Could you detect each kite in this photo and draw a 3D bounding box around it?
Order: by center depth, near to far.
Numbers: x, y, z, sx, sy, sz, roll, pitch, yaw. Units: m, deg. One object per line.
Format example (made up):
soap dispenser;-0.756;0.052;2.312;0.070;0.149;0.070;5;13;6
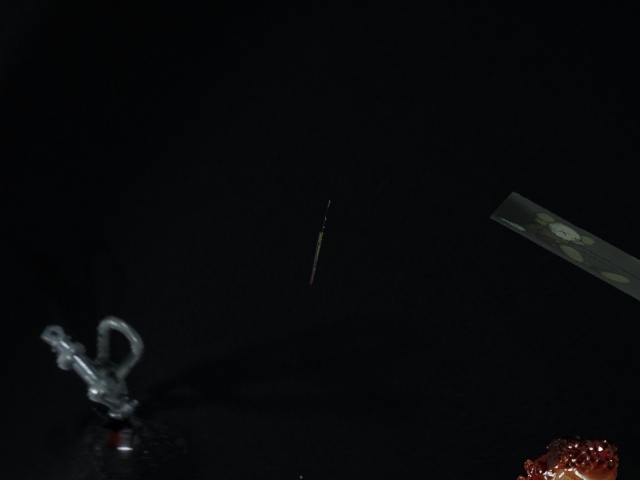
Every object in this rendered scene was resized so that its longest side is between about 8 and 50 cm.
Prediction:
kite;-0.001;0.006;0.670;0.002;0.078;0.044;11;-69;3

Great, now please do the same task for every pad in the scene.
pad;0.262;0.011;0.993;0.190;0.127;0.004;29;-99;5

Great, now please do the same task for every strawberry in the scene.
strawberry;0.238;0.227;0.955;0.104;0.152;0.048;-34;-121;15
